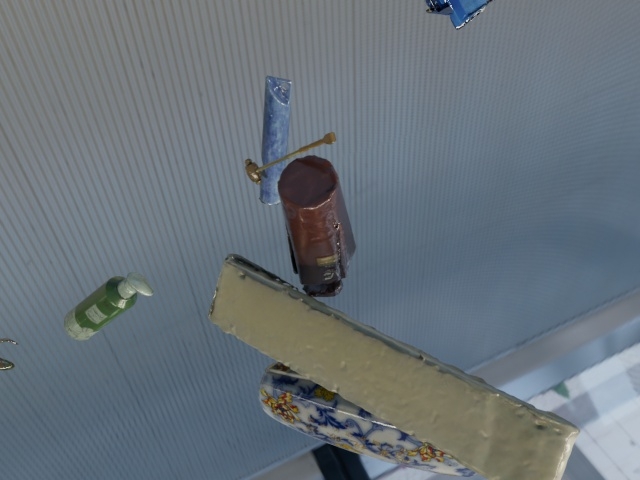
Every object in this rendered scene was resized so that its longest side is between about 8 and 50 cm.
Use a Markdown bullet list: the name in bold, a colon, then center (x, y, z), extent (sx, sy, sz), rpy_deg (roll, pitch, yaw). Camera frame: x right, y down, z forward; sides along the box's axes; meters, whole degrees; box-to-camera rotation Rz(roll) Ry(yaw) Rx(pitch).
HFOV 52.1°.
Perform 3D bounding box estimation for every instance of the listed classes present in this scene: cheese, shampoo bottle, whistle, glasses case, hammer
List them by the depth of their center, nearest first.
- **hammer**: center (-0.030, -0.082, 0.632), extent (0.014, 0.123, 0.029), rpy_deg (-44, 110, -44)
- **cheese**: center (0.043, 0.122, 0.639), extent (0.034, 0.400, 0.085), rpy_deg (12, 101, -59)
- **glasses case**: center (0.053, 0.189, 0.701), extent (0.065, 0.248, 0.086), rpy_deg (-61, 157, -44)
- **shampoo bottle**: center (-0.002, 0.002, 0.715), extent (0.068, 0.067, 0.236), rpy_deg (7, 152, 12)
- **shampoo bottle**: center (-0.363, 0.109, 1.119), extent (0.065, 0.065, 0.205), rpy_deg (14, 144, -44)
- **whistle**: center (-0.100, -0.219, 1.453), extent (0.062, 0.062, 0.304), rpy_deg (-14, 132, -25)

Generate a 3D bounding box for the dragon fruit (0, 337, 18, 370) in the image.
- **dragon fruit**: center (-0.743, 0.219, 1.272), extent (0.274, 0.193, 0.192), rpy_deg (29, 144, -17)

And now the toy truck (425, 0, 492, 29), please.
- **toy truck**: center (0.126, -0.272, 0.535), extent (0.208, 0.126, 0.113), rpy_deg (-46, 116, -19)
